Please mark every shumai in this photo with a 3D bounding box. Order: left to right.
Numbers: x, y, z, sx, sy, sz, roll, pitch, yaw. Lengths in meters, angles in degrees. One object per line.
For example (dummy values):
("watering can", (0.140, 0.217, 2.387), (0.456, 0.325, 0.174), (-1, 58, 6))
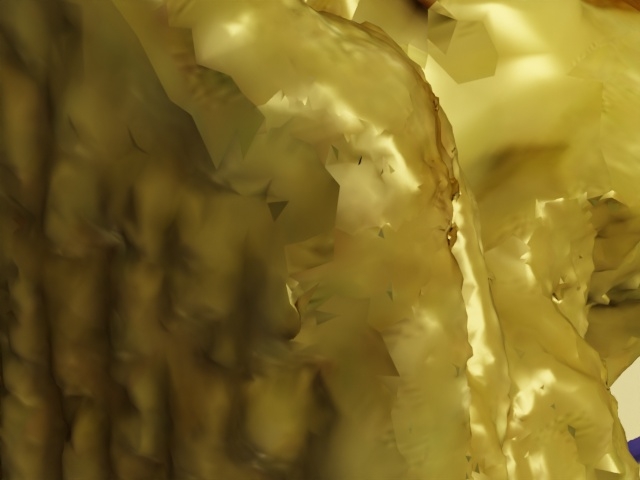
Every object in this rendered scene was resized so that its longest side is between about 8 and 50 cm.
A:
("shumai", (0.000, 0.000, 0.506), (0.262, 0.267, 0.314), (-32, 121, -43))
